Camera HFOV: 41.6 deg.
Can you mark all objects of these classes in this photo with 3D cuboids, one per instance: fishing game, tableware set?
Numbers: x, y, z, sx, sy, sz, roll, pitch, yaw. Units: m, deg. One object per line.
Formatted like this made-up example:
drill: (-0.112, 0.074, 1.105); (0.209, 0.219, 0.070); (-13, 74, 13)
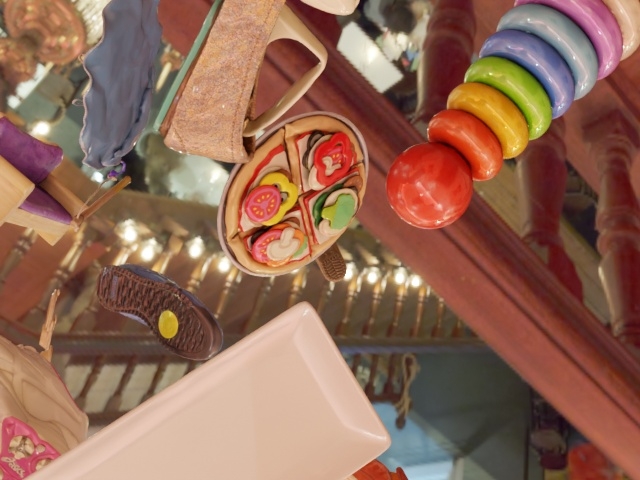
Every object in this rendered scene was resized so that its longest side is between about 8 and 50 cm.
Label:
fishing game: (-0.192, -0.156, 0.787); (0.041, 0.189, 0.264); (16, 118, 3)
tableware set: (-0.406, 0.160, 1.249); (0.020, 0.169, 0.141); (12, 149, -20)

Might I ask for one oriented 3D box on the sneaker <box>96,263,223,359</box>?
sneaker: (-0.171, 0.077, 0.982); (0.209, 0.082, 0.069); (22, 100, 38)

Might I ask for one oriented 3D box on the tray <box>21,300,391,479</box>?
tray: (-0.089, 0.177, 0.675); (0.270, 0.030, 0.145); (-32, 99, -12)

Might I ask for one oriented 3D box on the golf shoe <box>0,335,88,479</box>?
golf shoe: (-0.367, 0.147, 0.919); (0.115, 0.140, 0.306); (-29, 103, 15)

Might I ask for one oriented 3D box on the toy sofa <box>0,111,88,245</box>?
toy sofa: (-0.584, -0.111, 1.688); (0.150, 0.362, 0.177); (41, 87, 4)

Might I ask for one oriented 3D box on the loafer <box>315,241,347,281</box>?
loafer: (0.000, 0.000, 1.403); (0.056, 0.148, 0.050); (-15, 176, -11)

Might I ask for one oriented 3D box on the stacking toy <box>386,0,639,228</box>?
stacking toy: (0.189, -0.147, 0.890); (0.141, 0.330, 0.141); (41, 167, 11)

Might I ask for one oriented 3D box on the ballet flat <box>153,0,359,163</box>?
ballet flat: (-0.031, -0.184, 0.650); (0.106, 0.107, 0.316); (26, 131, -8)

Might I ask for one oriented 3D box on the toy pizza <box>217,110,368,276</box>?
toy pizza: (-0.021, -0.043, 0.914); (0.032, 0.201, 0.201); (39, 148, 39)

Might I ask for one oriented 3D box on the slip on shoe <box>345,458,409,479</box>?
slip on shoe: (0.143, 0.498, 1.661); (0.331, 0.101, 0.123); (36, 164, 20)
